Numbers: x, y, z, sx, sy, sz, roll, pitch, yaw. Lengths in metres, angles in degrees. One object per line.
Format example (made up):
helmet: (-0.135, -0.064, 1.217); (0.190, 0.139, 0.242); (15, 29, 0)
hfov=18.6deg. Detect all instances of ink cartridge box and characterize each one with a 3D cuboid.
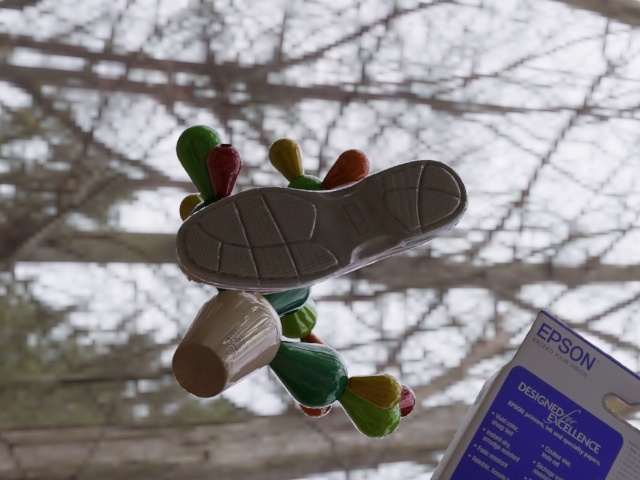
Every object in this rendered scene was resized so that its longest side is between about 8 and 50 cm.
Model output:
ink cartridge box: (0.180, 0.189, 1.355); (0.208, 0.206, 0.045); (-57, -172, -17)

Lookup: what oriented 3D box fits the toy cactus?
toy cactus: (-0.022, 0.036, 1.120); (0.112, 0.180, 0.219); (-17, -75, 29)

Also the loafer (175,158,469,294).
loafer: (0.000, 0.000, 0.800); (0.039, 0.125, 0.045); (114, -41, -63)
